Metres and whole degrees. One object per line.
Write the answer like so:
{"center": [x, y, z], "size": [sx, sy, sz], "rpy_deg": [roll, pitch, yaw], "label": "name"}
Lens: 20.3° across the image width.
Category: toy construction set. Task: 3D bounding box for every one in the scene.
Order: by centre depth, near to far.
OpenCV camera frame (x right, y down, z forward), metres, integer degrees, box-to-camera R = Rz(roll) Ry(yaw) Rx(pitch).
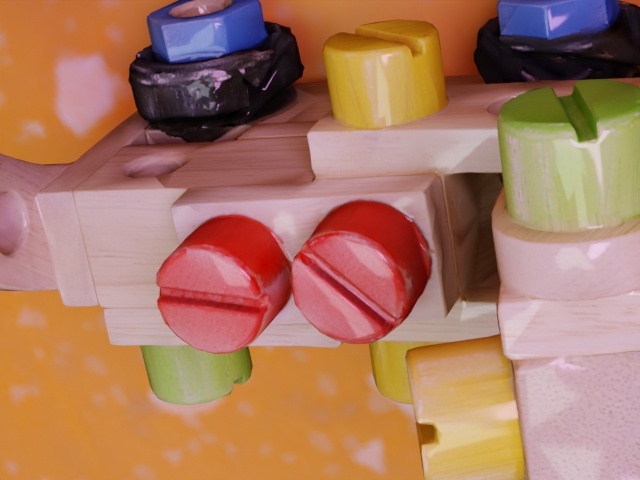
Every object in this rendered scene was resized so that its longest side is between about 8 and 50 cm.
{"center": [0.000, 0.000, 0.414], "size": [0.328, 0.215, 0.151], "rpy_deg": [13, 119, 16], "label": "toy construction set"}
